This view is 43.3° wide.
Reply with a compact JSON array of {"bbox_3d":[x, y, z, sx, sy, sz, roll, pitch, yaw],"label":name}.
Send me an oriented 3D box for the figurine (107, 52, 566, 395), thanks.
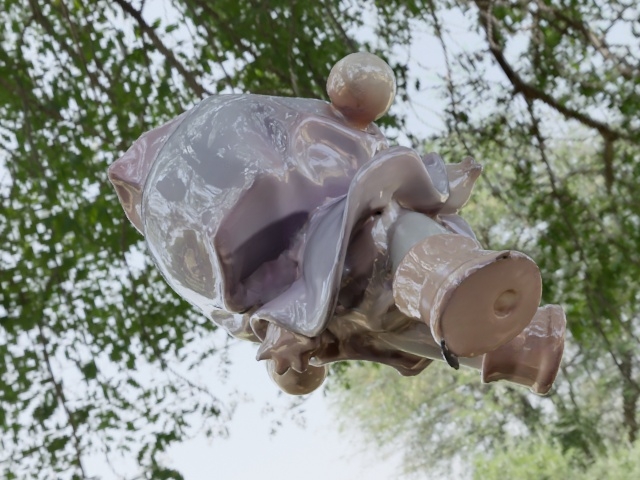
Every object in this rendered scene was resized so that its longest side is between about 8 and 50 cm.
[{"bbox_3d":[-0.001,0.000,0.427,0.133,0.276,0.200,0,-73,-43],"label":"figurine"}]
